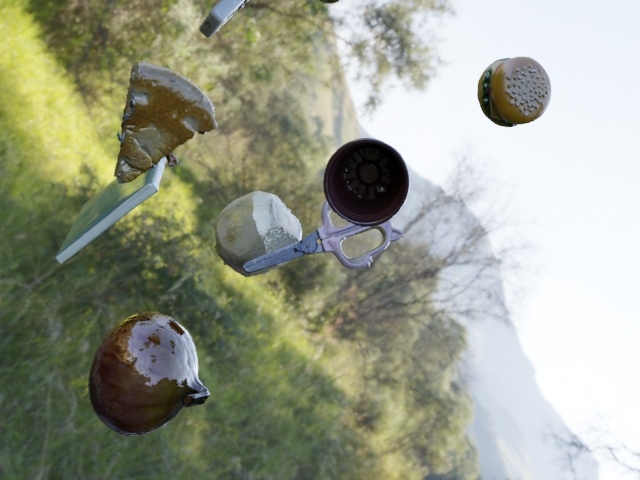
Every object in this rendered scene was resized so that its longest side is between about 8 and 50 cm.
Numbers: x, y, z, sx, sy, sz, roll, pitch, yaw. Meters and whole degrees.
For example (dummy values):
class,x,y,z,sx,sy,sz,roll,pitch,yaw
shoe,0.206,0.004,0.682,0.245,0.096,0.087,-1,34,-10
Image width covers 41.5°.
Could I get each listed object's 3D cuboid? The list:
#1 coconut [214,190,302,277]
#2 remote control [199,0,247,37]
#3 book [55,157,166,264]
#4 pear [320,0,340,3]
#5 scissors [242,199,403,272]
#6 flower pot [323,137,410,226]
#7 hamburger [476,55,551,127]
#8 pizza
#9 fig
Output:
class,x,y,z,sx,sy,sz,roll,pitch,yaw
coconut,-0.152,-0.011,1.895,0.194,0.194,0.194,58,-3,5
remote control,-0.115,-0.398,1.329,0.029,0.190,0.087,43,-20,-13
book,-0.455,-0.097,1.887,0.031,0.264,0.379,52,9,-19
pear,0.032,-0.606,1.850,0.149,0.162,0.149,26,28,-15
scissors,0.000,0.000,1.628,0.024,0.318,0.160,133,-63,-78
flower pot,0.059,-0.081,1.086,0.111,0.111,0.089,59,10,-10
hamburger,0.423,-0.323,1.839,0.162,0.162,0.115,59,-13,-16
pizza,-0.257,-0.168,1.279,0.154,0.194,0.069,25,20,-39
fig,-0.325,0.252,1.585,0.215,0.235,0.235,14,14,-19
